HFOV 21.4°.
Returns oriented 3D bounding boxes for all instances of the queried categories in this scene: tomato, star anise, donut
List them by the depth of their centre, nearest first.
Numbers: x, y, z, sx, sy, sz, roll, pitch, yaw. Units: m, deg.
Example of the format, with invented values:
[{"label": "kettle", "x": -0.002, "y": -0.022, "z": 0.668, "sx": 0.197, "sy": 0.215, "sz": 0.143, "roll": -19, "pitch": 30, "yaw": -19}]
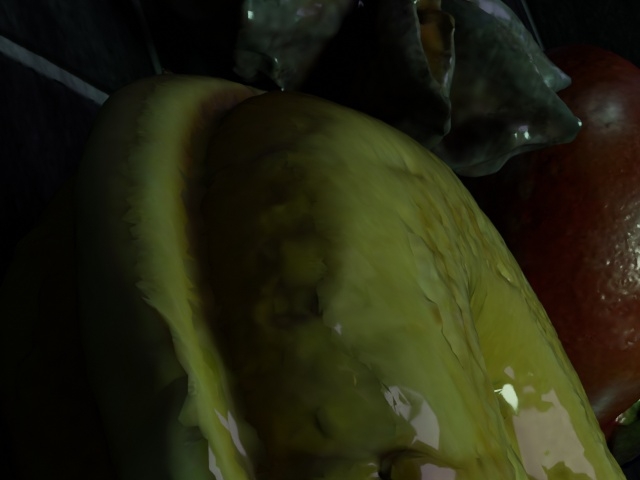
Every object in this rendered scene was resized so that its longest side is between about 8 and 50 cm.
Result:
[{"label": "donut", "x": 0.019, "y": 0.118, "z": 0.752, "sx": 0.449, "sy": 0.198, "sz": 0.449, "roll": 58, "pitch": 17, "yaw": -29}, {"label": "star anise", "x": 0.020, "y": -0.137, "z": 1.085, "sx": 0.332, "sy": 0.117, "sz": 0.331, "roll": 21, "pitch": 21, "yaw": -8}, {"label": "tomato", "x": 0.139, "y": 0.024, "z": 1.242, "sx": 0.176, "sy": 0.335, "sz": 0.289, "roll": -11, "pitch": 58, "yaw": -31}]
